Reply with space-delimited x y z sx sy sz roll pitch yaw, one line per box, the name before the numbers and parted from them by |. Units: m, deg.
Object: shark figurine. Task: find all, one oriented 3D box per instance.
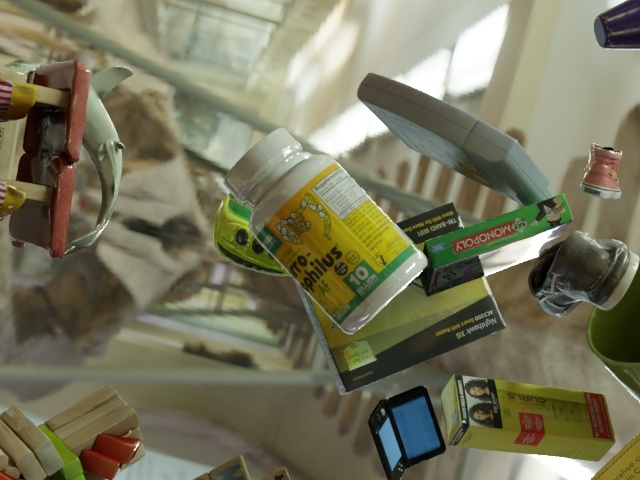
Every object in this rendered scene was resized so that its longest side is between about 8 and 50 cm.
shark figurine | -0.315 -0.127 1.687 0.116 0.166 0.278 15 -53 53

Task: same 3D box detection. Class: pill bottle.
pill bottle | 0.001 -0.014 1.327 0.117 0.208 0.117 -43 175 -4

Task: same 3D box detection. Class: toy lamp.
toy lamp | 0.527 -0.326 1.830 0.080 0.275 0.080 167 -90 -82

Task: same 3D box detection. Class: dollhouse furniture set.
dollhouse furniture set | -0.350 -0.086 1.076 0.374 0.201 0.152 8 -92 62

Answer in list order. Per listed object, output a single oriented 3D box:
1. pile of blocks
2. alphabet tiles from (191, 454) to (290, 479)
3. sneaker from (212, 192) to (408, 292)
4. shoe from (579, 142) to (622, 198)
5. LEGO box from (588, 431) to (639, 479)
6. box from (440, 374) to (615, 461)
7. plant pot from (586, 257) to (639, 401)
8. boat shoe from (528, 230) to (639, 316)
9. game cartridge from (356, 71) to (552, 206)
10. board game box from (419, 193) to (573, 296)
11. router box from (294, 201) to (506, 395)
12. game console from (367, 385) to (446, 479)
pile of blocks | -0.326 0.254 1.317 0.113 0.362 0.148 30 -65 46
alphabet tiles | -0.172 0.468 1.812 0.011 0.343 0.285 54 9 -49
sneaker | 0.000 0.000 1.688 0.109 0.296 0.123 -32 -136 48
shoe | 0.470 -0.114 2.109 0.178 0.064 0.081 -11 118 -70
LEGO box | 0.469 0.304 1.257 0.500 0.372 0.193 -40 -145 -8
box | 0.286 0.247 1.772 0.058 0.232 0.087 115 -21 -46
plant pot | 0.554 0.178 1.740 0.275 0.293 0.274 -32 -159 14
boat shoe | 0.324 0.033 1.678 0.112 0.096 0.335 -59 -179 -5
game cartridge | 0.194 -0.154 1.921 0.198 0.297 0.062 31 90 -52
board game box | 0.261 0.012 1.976 0.317 0.214 0.046 72 0 -80
router box | 0.133 0.101 2.227 0.081 0.309 0.242 130 -62 -76
game console | 0.135 0.305 1.993 0.107 0.071 0.122 -45 118 -62
